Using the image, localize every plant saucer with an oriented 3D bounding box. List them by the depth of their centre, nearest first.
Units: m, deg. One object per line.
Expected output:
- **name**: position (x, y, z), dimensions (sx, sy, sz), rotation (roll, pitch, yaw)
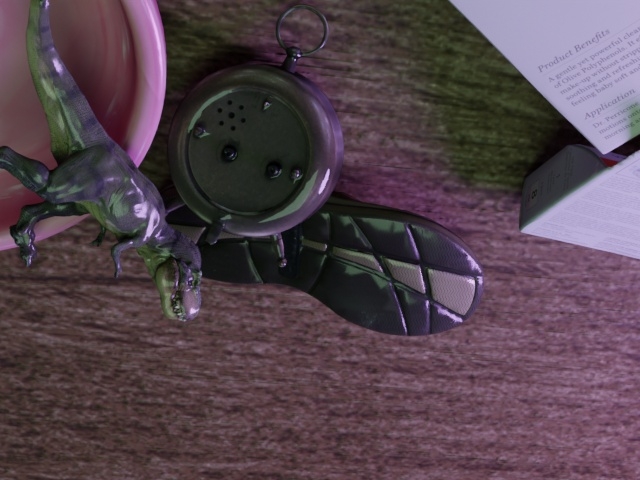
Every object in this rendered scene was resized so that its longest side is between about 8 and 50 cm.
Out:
- **plant saucer**: position (-0.276, -0.141, 0.927), dimensions (0.332, 0.084, 0.332), rotation (-2, 126, -3)

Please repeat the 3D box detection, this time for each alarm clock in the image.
- **alarm clock**: position (-0.043, -0.086, 0.978), dimensions (0.129, 0.064, 0.192), rotation (22, 96, 6)

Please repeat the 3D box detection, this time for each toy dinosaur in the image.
- **toy dinosaur**: position (-0.180, -0.041, 0.925), dimensions (0.118, 0.064, 0.268), rotation (-24, 124, 5)

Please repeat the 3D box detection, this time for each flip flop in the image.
- **flip flop**: position (0.000, 0.000, 1.068), dimensions (0.277, 0.080, 0.112), rotation (12, 121, 6)

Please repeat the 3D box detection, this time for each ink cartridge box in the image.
- **ink cartridge box**: position (0.285, -0.042, 0.995), dimensions (0.189, 0.066, 0.232), rotation (13, 156, -13)

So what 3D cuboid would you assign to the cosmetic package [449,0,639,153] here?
- **cosmetic package**: position (0.146, -0.242, 0.811), dimensions (0.197, 0.155, 0.365), rotation (-31, 129, 27)
